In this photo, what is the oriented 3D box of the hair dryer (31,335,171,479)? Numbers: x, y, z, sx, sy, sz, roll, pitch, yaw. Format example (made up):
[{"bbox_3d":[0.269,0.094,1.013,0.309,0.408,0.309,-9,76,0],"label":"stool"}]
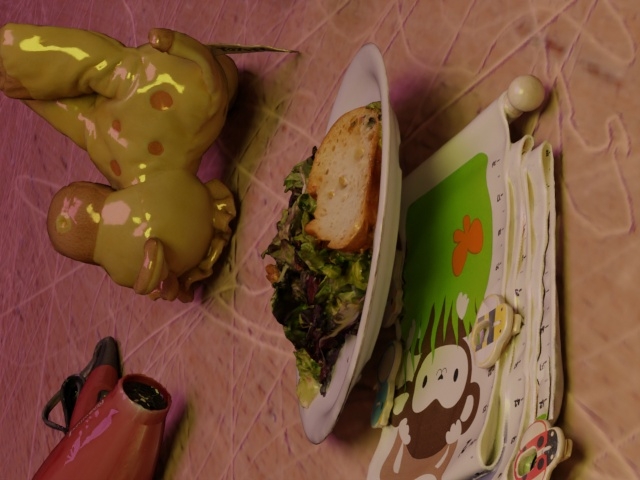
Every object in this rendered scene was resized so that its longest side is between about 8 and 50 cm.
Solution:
[{"bbox_3d":[-0.176,0.151,1.087,0.293,0.080,0.224,-29,48,60],"label":"hair dryer"}]

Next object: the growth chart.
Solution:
[{"bbox_3d":[0.059,0.047,0.669,0.172,0.021,0.237,131,148,-49],"label":"growth chart"}]

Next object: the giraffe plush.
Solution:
[{"bbox_3d":[-0.118,-0.046,1.024,0.210,0.181,0.170,6,90,34],"label":"giraffe plush"}]

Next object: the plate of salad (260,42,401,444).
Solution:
[{"bbox_3d":[0.000,0.000,0.762,0.200,0.048,0.200,-173,90,-80],"label":"plate of salad"}]
